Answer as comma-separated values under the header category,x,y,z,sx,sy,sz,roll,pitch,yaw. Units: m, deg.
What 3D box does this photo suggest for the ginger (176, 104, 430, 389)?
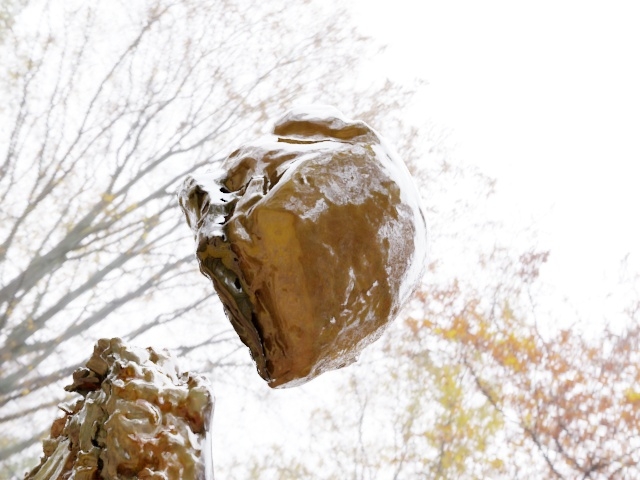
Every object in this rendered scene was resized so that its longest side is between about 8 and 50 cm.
category,x,y,z,sx,sy,sz,roll,pitch,yaw
ginger,0.002,0.004,0.815,0.222,0.269,0.201,-26,-61,-8

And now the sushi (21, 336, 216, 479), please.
category,x,y,z,sx,sy,sz,roll,pitch,yaw
sushi,-0.284,0.336,1.121,0.175,0.418,0.417,28,-50,-29
